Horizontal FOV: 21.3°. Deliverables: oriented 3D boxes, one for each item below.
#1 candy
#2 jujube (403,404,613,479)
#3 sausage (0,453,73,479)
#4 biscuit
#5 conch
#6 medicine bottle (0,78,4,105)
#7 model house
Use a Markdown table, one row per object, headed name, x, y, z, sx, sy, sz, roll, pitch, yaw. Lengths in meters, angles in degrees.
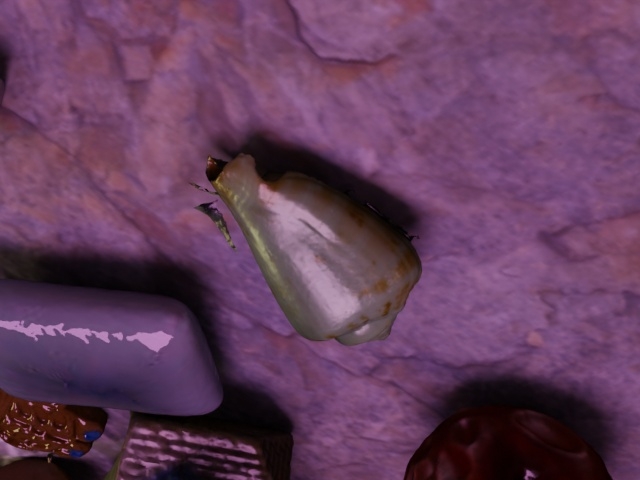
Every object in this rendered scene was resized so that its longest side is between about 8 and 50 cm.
| name | x | y | z | sx | sy | sz | roll | pitch | yaw |
| --- | --- | --- | --- | --- | --- | --- | --- | --- | --- |
| candy | -0.162 | 0.076 | 1.210 | 0.174 | 0.071 | 0.138 | 5 | 150 | 13 |
| jujube | 0.130 | 0.217 | 1.225 | 0.155 | 0.155 | 0.230 | 9 | 142 | 7 |
| sausage | -0.220 | 0.323 | 1.489 | 0.125 | 0.117 | 0.317 | -5 | 137 | 13 |
| biscuit | -0.254 | 0.123 | 1.334 | 0.175 | 0.026 | 0.124 | 25 | 141 | -12 |
| conch | 0.000 | 0.000 | 1.072 | 0.106 | 0.079 | 0.170 | -31 | 117 | 24 |
| medicine bottle | -0.372 | -0.101 | 1.023 | 0.341 | 0.130 | 0.130 | 22 | 141 | -7 |
| model house | -0.091 | 0.238 | 1.267 | 0.195 | 0.214 | 0.189 | 13 | 140 | -1 |
